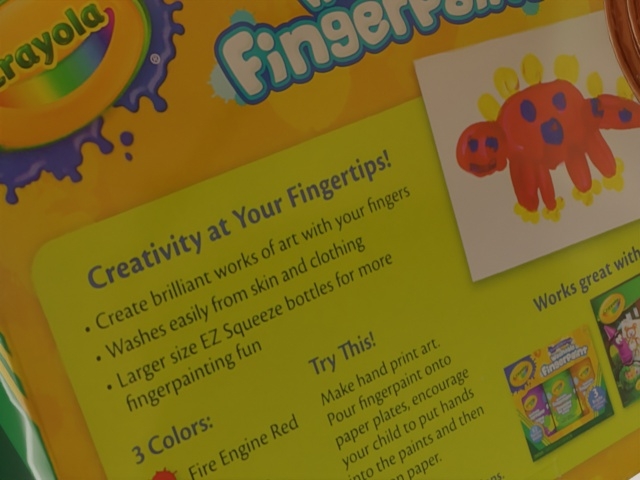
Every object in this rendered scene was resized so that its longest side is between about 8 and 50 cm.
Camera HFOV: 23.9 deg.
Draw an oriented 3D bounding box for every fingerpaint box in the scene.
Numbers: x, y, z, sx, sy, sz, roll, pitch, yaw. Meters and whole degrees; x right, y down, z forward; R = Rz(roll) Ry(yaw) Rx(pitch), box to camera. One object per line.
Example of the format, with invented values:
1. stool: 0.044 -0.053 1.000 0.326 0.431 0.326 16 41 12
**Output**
1. fingerpaint box: 0.000 0.000 0.830 0.444 0.163 0.371 -24 -82 -33

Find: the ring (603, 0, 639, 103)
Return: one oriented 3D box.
1. ring: 0.257 -0.142 0.533 0.336 0.032 0.337 -20 -134 21
